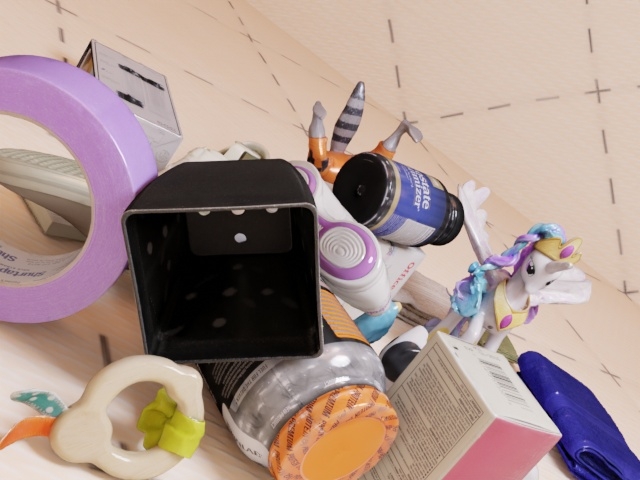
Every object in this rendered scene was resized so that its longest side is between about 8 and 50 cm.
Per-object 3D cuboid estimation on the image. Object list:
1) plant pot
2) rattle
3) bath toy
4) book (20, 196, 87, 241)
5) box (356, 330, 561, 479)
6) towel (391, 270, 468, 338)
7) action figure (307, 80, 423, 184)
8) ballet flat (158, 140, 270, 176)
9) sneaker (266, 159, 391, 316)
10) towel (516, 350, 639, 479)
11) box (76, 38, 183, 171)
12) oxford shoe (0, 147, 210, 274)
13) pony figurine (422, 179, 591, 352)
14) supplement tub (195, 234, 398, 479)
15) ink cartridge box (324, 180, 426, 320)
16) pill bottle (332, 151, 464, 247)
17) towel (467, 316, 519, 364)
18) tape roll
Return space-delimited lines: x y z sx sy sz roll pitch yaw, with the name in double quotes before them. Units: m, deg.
"plant pot" -0.093 0.005 0.931 0.188 0.187 0.167 -2 32 1
"rattle" -0.227 0.167 0.881 0.199 0.130 0.143 -5 25 -22
"bath toy" 0.147 0.251 1.219 0.129 0.151 0.348 -29 64 -28
"book" -0.367 -0.056 1.214 0.096 0.035 0.144 15 28 -52
"box" 0.145 0.251 1.045 0.126 0.232 0.149 22 24 -35
"towel" 0.175 0.102 1.717 0.282 0.049 0.187 26 22 -26
"action figure" 0.069 -0.119 1.637 0.341 0.330 0.179 0 54 -25
"ballet flat" -0.187 -0.109 1.484 0.139 0.139 0.400 37 20 5
"sneaker" 0.000 0.000 1.259 0.305 0.114 0.152 52 -4 42
"towel" 0.488 0.355 1.628 0.227 0.076 0.308 35 18 -22
"box" -0.358 -0.248 1.587 0.169 0.087 0.290 24 23 -30
"oxford shoe" -0.232 -0.004 1.155 0.449 0.130 0.169 23 7 -41
"pony figurine" 0.309 0.091 1.487 0.302 0.363 0.351 33 19 -4
"supplement tub" -0.049 0.137 1.050 0.193 0.194 0.316 17 27 -42
"ink cartridge box" 0.021 0.017 1.471 0.232 0.171 0.168 16 29 -46
"pill bottle" 0.130 -0.057 1.385 0.219 0.123 0.123 15 28 -45
"towel" 0.353 0.200 1.815 0.110 0.027 0.148 25 23 -25
"tape roll" -0.317 -0.054 0.925 0.274 0.275 0.090 33 19 -7
